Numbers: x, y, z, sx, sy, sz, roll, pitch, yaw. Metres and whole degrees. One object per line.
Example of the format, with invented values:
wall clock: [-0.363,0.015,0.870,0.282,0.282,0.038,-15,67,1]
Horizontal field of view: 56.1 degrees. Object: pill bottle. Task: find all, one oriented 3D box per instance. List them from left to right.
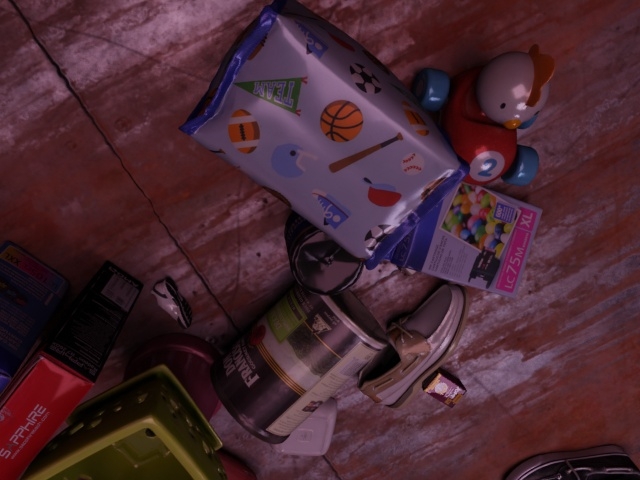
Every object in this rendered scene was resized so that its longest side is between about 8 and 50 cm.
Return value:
pill bottle: [0.000,0.000,1.047,0.123,0.219,0.122,-2,109,-7]

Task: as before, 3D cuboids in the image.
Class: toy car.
toy car: [0.293,-0.213,0.974,0.220,0.238,0.210,8,78,-14]

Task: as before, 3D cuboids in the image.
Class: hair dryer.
hair dryer: [-0.240,0.551,1.287,0.224,0.080,0.293,-9,110,-4]

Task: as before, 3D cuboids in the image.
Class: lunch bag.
lunch bag: [0.003,-0.186,0.895,0.328,0.385,0.239,37,113,-18]

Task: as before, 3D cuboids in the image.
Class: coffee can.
coffee can: [-0.040,0.212,1.128,0.275,0.201,0.201,-45,109,8]

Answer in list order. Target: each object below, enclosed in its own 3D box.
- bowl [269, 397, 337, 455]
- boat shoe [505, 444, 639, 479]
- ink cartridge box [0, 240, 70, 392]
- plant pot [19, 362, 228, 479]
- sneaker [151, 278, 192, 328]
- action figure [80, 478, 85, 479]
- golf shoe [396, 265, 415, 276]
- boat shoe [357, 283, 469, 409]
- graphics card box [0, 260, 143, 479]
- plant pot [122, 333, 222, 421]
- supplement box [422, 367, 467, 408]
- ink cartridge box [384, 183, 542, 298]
bowl: [-0.036,0.400,1.274,0.142,0.053,0.142,8,110,-9]
boat shoe: [0.586,0.562,1.384,0.307,0.105,0.113,-6,110,-5]
ink cartridge box: [-0.577,0.203,0.949,0.151,0.395,0.270,38,101,-17]
plant pot: [-0.285,0.342,0.946,0.227,0.207,0.228,-29,110,2]
sneaker: [-0.285,0.124,1.156,0.044,0.040,0.109,-20,108,17]
action figure: [-0.471,0.642,1.280,0.330,0.178,0.341,-46,136,16]
golf shoe: [0.162,-0.019,1.142,0.086,0.067,0.186,-19,111,-2]
boat shoe: [0.184,0.209,1.202,0.103,0.113,0.302,24,106,-20]
graphics card box: [-0.423,0.199,0.982,0.094,0.371,0.232,37,100,-16]
plant pot: [-0.282,0.304,1.140,0.202,0.180,0.201,-2,109,-6]
supplement box: [0.261,0.312,1.286,0.083,0.043,0.055,33,101,-17]
ink cartridge box: [0.254,-0.016,1.115,0.311,0.065,0.185,16,91,-19]
